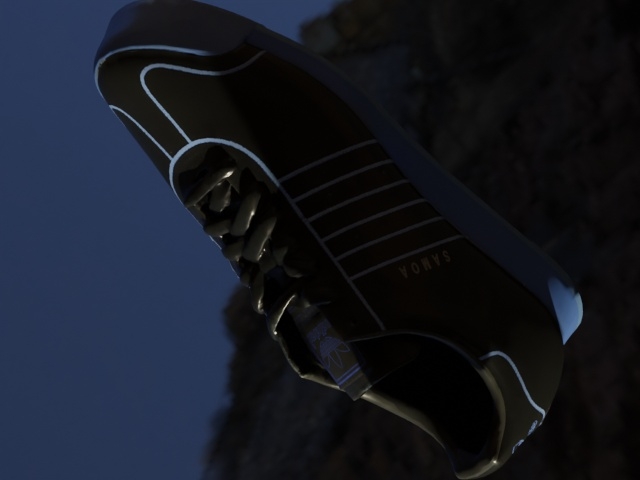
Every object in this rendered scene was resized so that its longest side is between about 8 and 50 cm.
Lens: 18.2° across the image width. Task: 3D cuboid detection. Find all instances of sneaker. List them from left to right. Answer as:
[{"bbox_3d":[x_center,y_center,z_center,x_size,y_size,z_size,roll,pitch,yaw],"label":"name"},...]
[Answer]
[{"bbox_3d":[0.000,0.000,0.784,0.232,0.081,0.090,35,-130,-8],"label":"sneaker"}]
